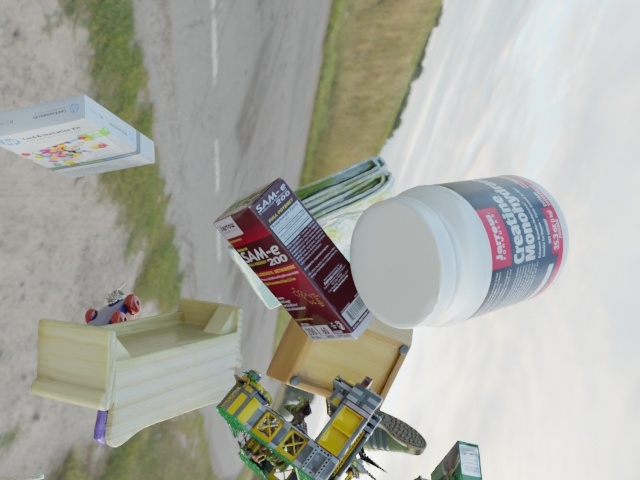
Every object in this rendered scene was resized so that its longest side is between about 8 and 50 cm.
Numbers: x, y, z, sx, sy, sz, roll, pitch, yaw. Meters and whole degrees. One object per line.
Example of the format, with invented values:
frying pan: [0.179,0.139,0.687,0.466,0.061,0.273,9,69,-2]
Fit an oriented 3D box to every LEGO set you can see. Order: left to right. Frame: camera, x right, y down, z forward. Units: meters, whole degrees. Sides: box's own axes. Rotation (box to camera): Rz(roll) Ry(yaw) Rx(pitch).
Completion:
LEGO set: [-0.016,0.306,1.161,0.192,0.254,0.331,-48,147,-26]

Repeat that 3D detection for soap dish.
soap dish: [0.053,0.263,1.592,0.229,0.290,0.118,-64,-161,7]

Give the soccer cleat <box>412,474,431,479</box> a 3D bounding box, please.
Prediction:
soccer cleat: [0.241,0.585,1.356,0.121,0.093,0.289,-68,-157,13]

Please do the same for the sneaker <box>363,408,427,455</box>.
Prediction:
sneaker: [0.127,0.417,1.481,0.064,0.192,0.086,-35,147,-59]

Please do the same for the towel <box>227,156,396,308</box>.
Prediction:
towel: [0.000,0.000,1.350,0.374,0.320,0.090,71,-3,-67]

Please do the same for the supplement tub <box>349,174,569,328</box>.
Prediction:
supplement tub: [0.196,0.012,0.966,0.272,0.191,0.191,-10,132,-39]

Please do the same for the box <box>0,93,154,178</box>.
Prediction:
box: [-0.337,-0.138,0.962,0.186,0.145,0.038,41,42,-72]

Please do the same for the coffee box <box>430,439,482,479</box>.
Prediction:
coffee box: [0.204,0.405,1.030,0.184,0.040,0.113,-84,-168,-47]

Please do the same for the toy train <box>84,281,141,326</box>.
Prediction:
toy train: [-0.378,0.181,1.345,0.248,0.105,0.144,-89,158,-74]

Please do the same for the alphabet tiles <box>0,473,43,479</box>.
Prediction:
alphabet tiles: [-0.692,0.482,1.325,0.284,0.277,0.021,-21,-108,45]

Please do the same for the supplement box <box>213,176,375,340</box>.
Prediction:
supplement box: [-0.033,0.034,0.997,0.073,0.239,0.130,-46,-165,-28]

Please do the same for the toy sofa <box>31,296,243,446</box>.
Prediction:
toy sofa: [-0.289,0.205,1.170,0.362,0.150,0.177,-4,99,-62]
